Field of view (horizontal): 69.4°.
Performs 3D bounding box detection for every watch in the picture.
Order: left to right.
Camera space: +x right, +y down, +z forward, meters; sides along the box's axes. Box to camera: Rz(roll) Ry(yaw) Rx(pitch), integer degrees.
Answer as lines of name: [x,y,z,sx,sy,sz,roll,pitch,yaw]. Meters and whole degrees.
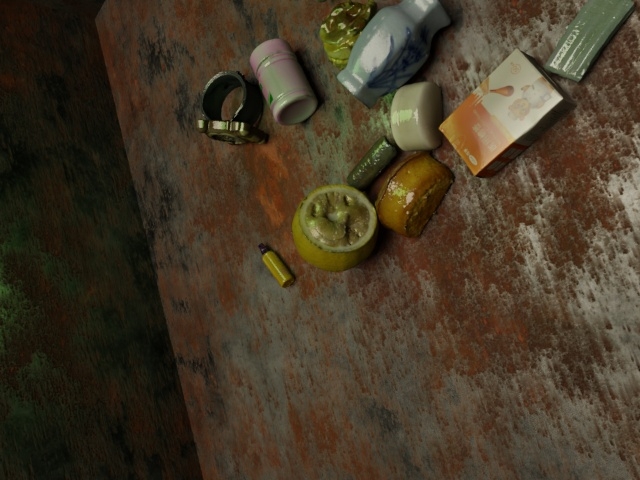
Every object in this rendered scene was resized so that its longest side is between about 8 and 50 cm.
watch: [-0.425,-0.663,2.314,0.335,0.314,0.327,8,89,27]

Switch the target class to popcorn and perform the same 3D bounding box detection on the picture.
popcorn: [0.127,-0.792,1.771,0.293,0.237,0.293,-14,66,35]

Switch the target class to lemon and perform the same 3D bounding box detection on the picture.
lemon: [0.057,-0.031,1.874,0.364,0.364,0.364,6,99,43]

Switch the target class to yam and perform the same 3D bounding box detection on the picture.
yam: [0.208,-0.303,1.844,0.259,0.106,0.106,-46,64,35]

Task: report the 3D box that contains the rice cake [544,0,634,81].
rice cake: [0.759,-0.579,1.319,0.127,0.043,0.237,41,113,30]

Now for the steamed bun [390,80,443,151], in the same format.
steamed bun: [0.343,-0.446,1.660,0.146,0.164,0.242,4,97,44]

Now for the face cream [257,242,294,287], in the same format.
face cream: [-0.234,0.115,2.318,0.273,0.078,0.078,51,125,26]

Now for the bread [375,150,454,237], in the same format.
bread: [0.321,-0.157,1.702,0.194,0.179,0.340,43,122,30]

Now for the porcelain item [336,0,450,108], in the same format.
porcelain item: [0.253,-0.673,1.628,0.405,0.242,0.178,-47,60,17]

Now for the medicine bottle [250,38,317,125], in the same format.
medicine bottle: [-0.166,-0.705,2.072,0.212,0.212,0.325,-37,71,39]

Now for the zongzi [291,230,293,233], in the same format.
zongzi: [-0.018,-0.059,2.081,0.204,0.094,0.205,47,123,34]

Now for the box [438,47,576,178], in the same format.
box: [0.577,-0.388,1.465,0.341,0.143,0.225,-46,64,37]
